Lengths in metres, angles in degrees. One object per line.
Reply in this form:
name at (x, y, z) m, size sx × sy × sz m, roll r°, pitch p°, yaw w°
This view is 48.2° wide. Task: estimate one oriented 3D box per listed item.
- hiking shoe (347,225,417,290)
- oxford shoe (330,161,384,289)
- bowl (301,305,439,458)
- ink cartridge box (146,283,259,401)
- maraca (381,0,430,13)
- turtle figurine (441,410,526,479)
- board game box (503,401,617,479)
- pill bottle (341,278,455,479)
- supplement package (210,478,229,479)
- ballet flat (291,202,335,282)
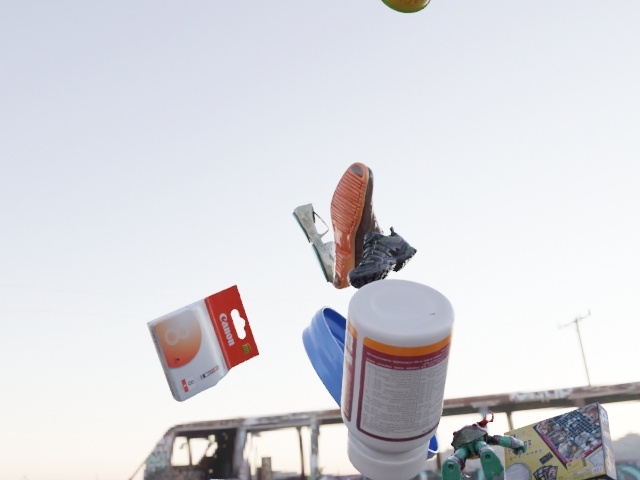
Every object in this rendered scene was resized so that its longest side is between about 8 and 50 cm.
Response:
hiking shoe at (0.129, 0.041, 1.732) m, size 0.226 × 0.114 × 0.086 m, roll -24°, pitch -24°, yaw -43°
oxford shoe at (0.106, -0.043, 1.923) m, size 0.132 × 0.130 × 0.364 m, roll -8°, pitch -57°, yaw -28°
bowl at (0.102, 0.313, 1.533) m, size 0.077 × 0.391 × 0.391 m, roll -40°, pitch -29°, yaw 6°
ink cartridge box at (-0.192, 0.175, 1.236) m, size 0.179 × 0.146 × 0.045 m, roll -23°, pitch 12°, yaw -28°
maraca at (0.181, -0.611, 1.709) m, size 0.185 × 0.127 × 0.099 m, roll 11°, pitch -8°, yaw -11°
turtle figurine at (0.309, 0.426, 1.430) m, size 0.175 × 0.118 × 0.234 m, roll -38°, pitch -13°, yaw 12°
board game box at (0.505, 0.461, 1.536) m, size 0.042 × 0.165 × 0.243 m, roll 36°, pitch -47°, yaw -25°
pill bottle at (0.086, 0.167, 0.839) m, size 0.121 × 0.121 × 0.221 m, roll -2°, pitch -62°, yaw -8°
supplement package at (-0.055, 0.509, 1.090) m, size 0.262 × 0.199 × 0.198 m, roll -6°, pitch -51°, yaw 26°
ballet flat at (0.000, 0.000, 1.374) m, size 0.052 × 0.168 × 0.057 m, roll -26°, pitch -16°, yaw -5°
